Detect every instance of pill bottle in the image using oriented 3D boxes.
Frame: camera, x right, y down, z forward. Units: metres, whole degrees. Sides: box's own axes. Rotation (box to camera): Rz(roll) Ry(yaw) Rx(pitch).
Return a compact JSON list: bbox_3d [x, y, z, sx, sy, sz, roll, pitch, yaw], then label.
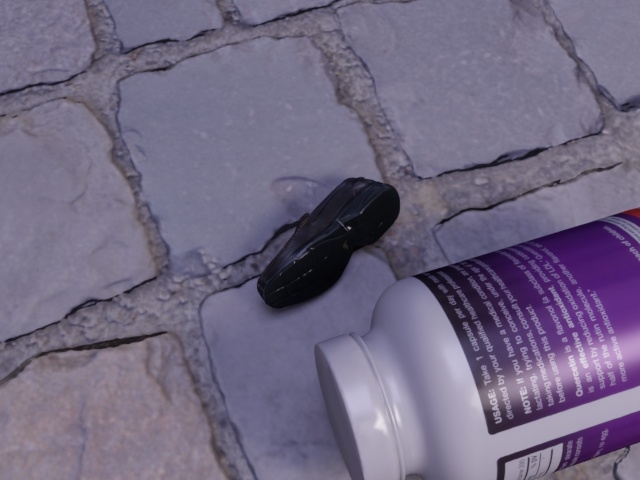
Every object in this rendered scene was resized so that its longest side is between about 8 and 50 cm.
[{"bbox_3d":[0.166,0.094,0.708,0.323,0.181,0.181,-16,61,-9],"label":"pill bottle"}]

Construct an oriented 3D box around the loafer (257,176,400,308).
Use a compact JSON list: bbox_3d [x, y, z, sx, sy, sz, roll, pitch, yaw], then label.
[{"bbox_3d":[0.000,0.000,0.843,0.170,0.062,0.061,-38,44,-23],"label":"loafer"}]
